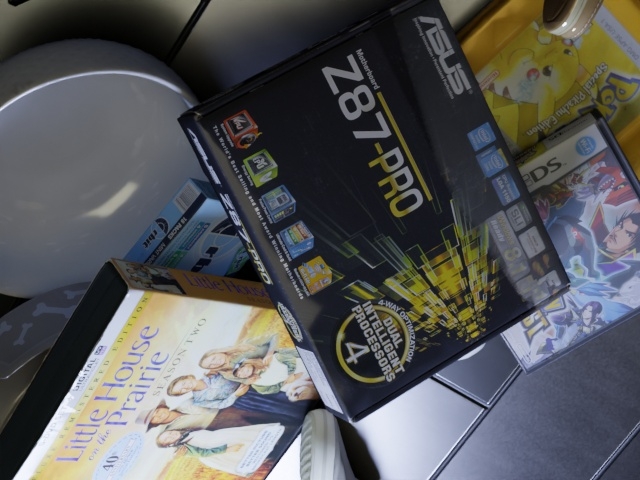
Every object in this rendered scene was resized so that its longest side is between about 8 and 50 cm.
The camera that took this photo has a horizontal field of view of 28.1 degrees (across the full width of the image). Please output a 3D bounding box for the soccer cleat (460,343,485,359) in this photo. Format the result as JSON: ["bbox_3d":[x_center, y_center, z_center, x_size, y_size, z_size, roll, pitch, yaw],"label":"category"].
[{"bbox_3d":[0.095,0.054,1.603,0.116,0.143,0.331,-39,110,13],"label":"soccer cleat"}]

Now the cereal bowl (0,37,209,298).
[{"bbox_3d":[-0.295,-0.099,1.483,0.338,0.141,0.339,-19,141,-16],"label":"cereal bowl"}]

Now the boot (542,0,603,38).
[{"bbox_3d":[0.378,-0.302,1.450,0.203,0.095,0.262,33,71,-19],"label":"boot"}]

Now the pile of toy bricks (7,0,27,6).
[{"bbox_3d":[-0.373,-0.329,1.443,0.212,0.118,0.105,-20,81,15],"label":"pile of toy bricks"}]

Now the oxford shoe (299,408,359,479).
[{"bbox_3d":[0.042,0.410,1.745,0.130,0.169,0.450,-6,121,2],"label":"oxford shoe"}]

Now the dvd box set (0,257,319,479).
[{"bbox_3d":[-0.159,0.179,1.559,0.420,0.062,0.308,13,117,-49],"label":"dvd box set"}]

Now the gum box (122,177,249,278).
[{"bbox_3d":[-0.145,0.003,1.557,0.157,0.184,0.041,-49,65,16],"label":"gum box"}]

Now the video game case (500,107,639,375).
[{"bbox_3d":[0.302,0.009,1.608,0.248,0.035,0.275,-31,114,9],"label":"video game case"}]

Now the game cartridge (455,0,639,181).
[{"bbox_3d":[0.308,-0.170,1.568,0.285,0.053,0.323,-43,108,14],"label":"game cartridge"}]

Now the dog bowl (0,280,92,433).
[{"bbox_3d":[-0.305,0.198,1.581,0.348,0.102,0.349,-24,140,-22],"label":"dog bowl"}]

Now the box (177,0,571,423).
[{"bbox_3d":[0.067,-0.040,1.459,0.318,0.097,0.395,-29,102,-16],"label":"box"}]
